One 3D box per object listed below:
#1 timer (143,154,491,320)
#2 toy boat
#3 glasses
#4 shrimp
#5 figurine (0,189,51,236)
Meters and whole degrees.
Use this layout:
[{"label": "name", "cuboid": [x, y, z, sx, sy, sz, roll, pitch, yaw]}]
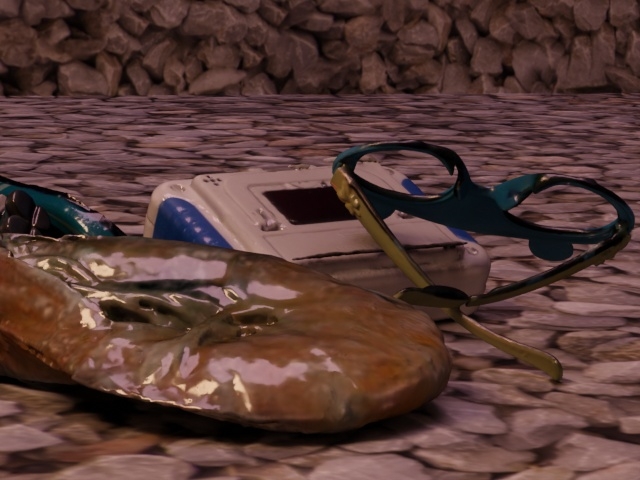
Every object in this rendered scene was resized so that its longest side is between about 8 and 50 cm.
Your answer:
[{"label": "timer", "cuboid": [0.000, 0.000, 1.517, 0.253, 0.078, 0.178, -7, 36, -34]}, {"label": "toy boat", "cuboid": [-0.244, 0.021, 1.492, 0.092, 0.134, 0.299, -46, 35, -23]}, {"label": "glasses", "cuboid": [0.128, 0.003, 1.382, 0.239, 0.102, 0.207, 11, 27, -11]}, {"label": "shrimp", "cuboid": [-0.133, 0.063, 1.257, 0.446, 0.110, 0.221, 7, 19, 11]}, {"label": "figurine", "cuboid": [-0.264, 0.013, 1.403, 0.149, 0.086, 0.087, -26, -44, 30]}]
